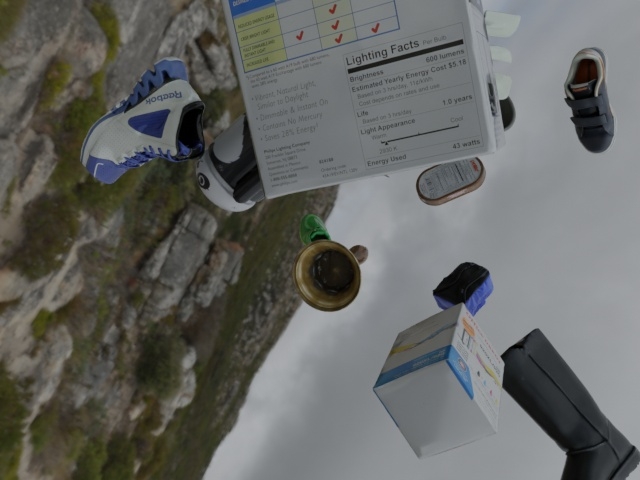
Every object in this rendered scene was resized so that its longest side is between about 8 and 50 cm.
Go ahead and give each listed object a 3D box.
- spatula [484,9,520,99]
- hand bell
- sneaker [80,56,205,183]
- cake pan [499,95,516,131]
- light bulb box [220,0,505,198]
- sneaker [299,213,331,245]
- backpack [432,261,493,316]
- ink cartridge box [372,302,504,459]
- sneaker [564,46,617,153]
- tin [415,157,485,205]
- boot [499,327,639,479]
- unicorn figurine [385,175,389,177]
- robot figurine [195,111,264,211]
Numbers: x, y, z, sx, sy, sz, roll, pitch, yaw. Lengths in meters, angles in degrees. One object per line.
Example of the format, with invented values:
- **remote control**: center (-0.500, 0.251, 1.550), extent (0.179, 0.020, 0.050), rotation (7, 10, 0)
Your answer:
- **spatula**: center (0.279, -0.364, 1.191), extent (0.019, 0.242, 0.168), rotation (-135, -133, -61)
- **hand bell**: center (0.051, 0.041, 1.141), extent (0.126, 0.126, 0.242), rotation (-59, 167, 19)
- **sneaker**: center (-0.354, -0.212, 1.286), extent (0.315, 0.182, 0.127), rotation (-44, 167, 17)
- **cake pan**: center (0.472, -0.429, 1.928), extent (0.054, 0.293, 0.293), rotation (116, 0, -52)
- **light bulb box**: center (0.072, -0.281, 0.941), extent (0.225, 0.357, 0.361), rotation (-30, 110, -68)
- **sneaker**: center (0.000, 0.000, 2.090), extent (0.296, 0.109, 0.124), rotation (-107, -158, -47)
- **backpack**: center (0.325, 0.113, 1.368), extent (0.098, 0.101, 0.120), rotation (28, -112, 42)
- **ink cartridge box**: center (0.239, 0.266, 1.192), extent (0.168, 0.171, 0.233), rotation (-31, -173, 27)
- **sneaker**: center (0.803, -0.413, 1.832), extent (0.126, 0.321, 0.127), rotation (-4, -169, 43)
- **tin**: center (0.347, -0.163, 1.635), extent (0.189, 0.106, 0.040), rotation (-24, 157, 12)
- **boot**: center (0.630, 0.514, 1.696), extent (0.367, 0.445, 0.146), rotation (-30, 168, -33)
- **unicorn figurine**: center (0.119, -0.226, 1.571), extent (0.060, 0.162, 0.111), rotation (-23, -175, 9)
- **robot figurine**: center (-0.150, -0.188, 1.354), extent (0.278, 0.174, 0.209), rotation (-38, 177, 18)
